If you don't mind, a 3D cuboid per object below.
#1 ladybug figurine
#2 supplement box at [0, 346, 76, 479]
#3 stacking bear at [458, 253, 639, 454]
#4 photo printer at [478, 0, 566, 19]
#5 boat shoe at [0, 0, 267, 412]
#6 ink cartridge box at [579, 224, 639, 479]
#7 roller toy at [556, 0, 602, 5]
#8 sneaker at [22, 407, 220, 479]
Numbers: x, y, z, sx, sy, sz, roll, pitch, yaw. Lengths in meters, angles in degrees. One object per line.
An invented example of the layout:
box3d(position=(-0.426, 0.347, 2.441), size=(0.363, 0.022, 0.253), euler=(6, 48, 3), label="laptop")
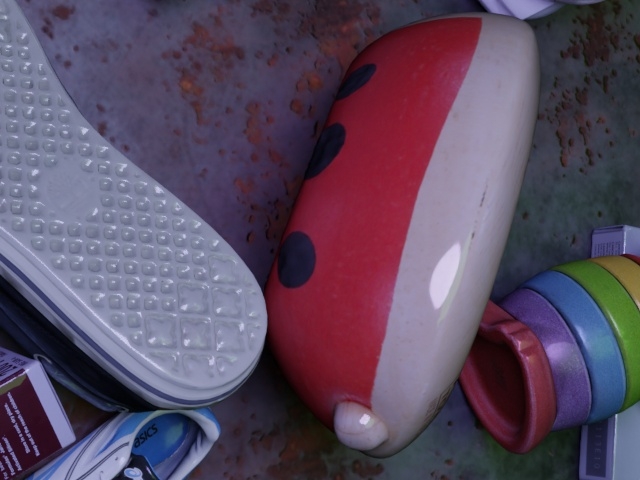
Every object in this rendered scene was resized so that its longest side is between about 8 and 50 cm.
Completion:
box3d(position=(0.063, -0.025, 0.987), size=(0.161, 0.305, 0.449), euler=(20, 46, 0), label="ladybug figurine")
box3d(position=(-0.312, 0.164, 0.847), size=(0.239, 0.130, 0.073), euler=(-31, 110, -29), label="supplement box")
box3d(position=(0.282, 0.078, 1.145), size=(0.289, 0.175, 0.164), euler=(-21, 119, -16), label="stacking bear")
box3d(position=(0.236, -0.379, 1.220), size=(0.307, 0.107, 0.256), euler=(-34, 103, -27), label="photo printer")
box3d(position=(-0.251, -0.056, 0.892), size=(0.500, 0.156, 0.187), euler=(46, 54, -2), label="boat shoe")
box3d(position=(0.395, 0.136, 1.297), size=(0.238, 0.060, 0.275), euler=(9, 82, -27), label="ink cartridge box")
box3d(position=(0.269, -0.319, 1.088), size=(0.209, 0.146, 0.191), euler=(26, 76, -27), label="roller toy")
box3d(position=(-0.180, 0.205, 0.949), size=(0.237, 0.086, 0.085), euler=(-42, 108, -24), label="sneaker")
